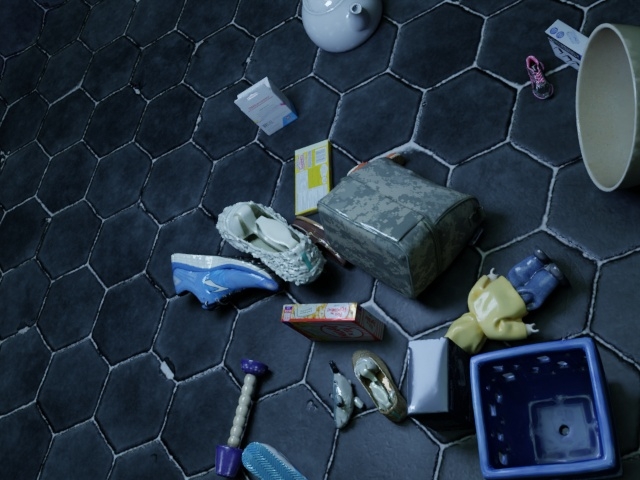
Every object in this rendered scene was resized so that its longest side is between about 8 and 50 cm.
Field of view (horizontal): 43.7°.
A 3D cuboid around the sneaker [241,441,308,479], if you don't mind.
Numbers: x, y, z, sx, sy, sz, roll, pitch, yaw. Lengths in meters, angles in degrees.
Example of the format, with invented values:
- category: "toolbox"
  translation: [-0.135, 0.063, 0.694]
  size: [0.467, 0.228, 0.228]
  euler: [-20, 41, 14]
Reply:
- category: "sneaker"
  translation: [-0.071, 0.536, 1.767]
  size: [0.087, 0.092, 0.228]
  euler: [-46, 70, 1]

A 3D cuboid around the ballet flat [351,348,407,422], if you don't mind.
- category: "ballet flat"
  translation: [0.123, 0.311, 1.766]
  size: [0.073, 0.067, 0.206]
  euler: [-45, 51, 5]

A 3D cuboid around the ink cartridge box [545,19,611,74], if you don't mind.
- category: "ink cartridge box"
  translation: [0.608, -0.416, 1.814]
  size: [0.046, 0.097, 0.207]
  euler: [-44, 51, 5]

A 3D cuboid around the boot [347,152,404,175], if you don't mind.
- category: "boot"
  translation: [0.135, -0.183, 2.021]
  size: [0.158, 0.059, 0.085]
  euler: [-36, 48, 13]

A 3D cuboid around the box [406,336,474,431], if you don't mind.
- category: "box"
  translation: [0.248, 0.297, 1.636]
  size: [0.093, 0.158, 0.156]
  euler: [-10, 62, 28]

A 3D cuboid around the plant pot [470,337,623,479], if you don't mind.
- category: "plant pot"
  translation: [0.427, 0.332, 1.471]
  size: [0.235, 0.212, 0.236]
  euler: [-14, 60, 25]

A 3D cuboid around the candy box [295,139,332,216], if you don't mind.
- category: "candy box"
  translation: [-0.018, -0.166, 2.125]
  size: [0.105, 0.027, 0.206]
  euler: [-17, 58, 27]

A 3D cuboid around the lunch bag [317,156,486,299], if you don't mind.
- category: "lunch bag"
  translation: [0.186, -0.049, 1.821]
  size: [0.305, 0.213, 0.256]
  euler: [31, 66, 36]

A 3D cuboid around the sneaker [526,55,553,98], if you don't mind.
- category: "sneaker"
  translation: [0.513, -0.389, 1.886]
  size: [0.047, 0.057, 0.119]
  euler: [-24, 57, 18]

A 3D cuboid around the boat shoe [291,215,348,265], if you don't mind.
- category: "boat shoe"
  translation: [0.000, 0.000, 1.999]
  size: [0.207, 0.073, 0.073]
  euler: [25, 78, 38]

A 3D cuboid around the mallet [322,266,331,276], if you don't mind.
- category: "mallet"
  translation: [-0.037, 0.032, 2.034]
  size: [0.189, 0.039, 0.062]
  euler: [26, 85, 34]

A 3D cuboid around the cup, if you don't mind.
- category: "cup"
  translation: [0.678, -0.271, 1.591]
  size: [0.236, 0.331, 0.331]
  euler: [-4, 61, -1]

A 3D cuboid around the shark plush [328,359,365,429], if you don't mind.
- category: "shark plush"
  translation: [0.034, 0.344, 1.817]
  size: [0.067, 0.073, 0.161]
  euler: [-55, 49, 37]

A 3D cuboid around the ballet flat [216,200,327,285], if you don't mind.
- category: "ballet flat"
  translation: [-0.140, -0.028, 2.002]
  size: [0.409, 0.147, 0.147]
  euler: [29, 84, 42]

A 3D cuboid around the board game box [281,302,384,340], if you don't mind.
- category: "board game box"
  translation: [0.030, 0.189, 1.837]
  size: [0.193, 0.146, 0.045]
  euler: [-5, 64, 31]

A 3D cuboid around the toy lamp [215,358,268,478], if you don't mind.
- category: "toy lamp"
  translation: [-0.190, 0.426, 1.901]
  size: [0.080, 0.080, 0.275]
  euler: [2, 66, 33]

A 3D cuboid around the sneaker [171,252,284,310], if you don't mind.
- category: "sneaker"
  translation: [-0.242, 0.112, 2.081]
  size: [0.329, 0.129, 0.147]
  euler: [3, 91, 27]

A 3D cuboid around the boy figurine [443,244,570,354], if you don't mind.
- category: "boy figurine"
  translation: [0.386, 0.145, 1.672]
  size: [0.285, 0.092, 0.177]
  euler: [-43, 52, 7]

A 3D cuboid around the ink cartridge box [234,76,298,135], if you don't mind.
- category: "ink cartridge box"
  translation: [-0.157, -0.383, 2.225]
  size: [0.104, 0.181, 0.062]
  euler: [-29, 54, 16]

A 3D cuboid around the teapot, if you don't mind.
- category: "teapot"
  translation: [0.038, -0.673, 2.249]
  size: [0.256, 0.187, 0.253]
  euler: [-9, 62, 30]
